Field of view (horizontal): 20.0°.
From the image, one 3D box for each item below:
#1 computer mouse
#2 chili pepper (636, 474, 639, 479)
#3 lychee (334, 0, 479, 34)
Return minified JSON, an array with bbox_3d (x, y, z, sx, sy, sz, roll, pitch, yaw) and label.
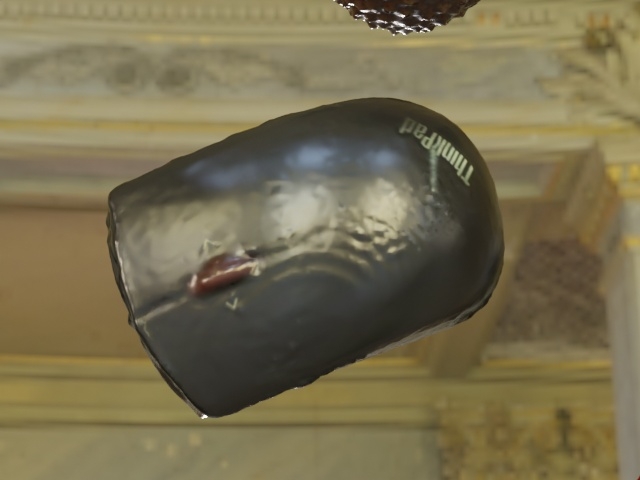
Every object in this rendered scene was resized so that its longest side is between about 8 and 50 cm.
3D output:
[{"bbox_3d":[0.000,0.000,1.184,0.269,0.170,0.100,-22,-13,-12],"label":"computer mouse"},{"bbox_3d":[0.234,0.111,1.032,0.050,0.268,0.059,41,-6,13],"label":"chili pepper"},{"bbox_3d":[0.094,-0.312,1.875,0.238,0.200,0.200,-16,-9,-40],"label":"lychee"}]
